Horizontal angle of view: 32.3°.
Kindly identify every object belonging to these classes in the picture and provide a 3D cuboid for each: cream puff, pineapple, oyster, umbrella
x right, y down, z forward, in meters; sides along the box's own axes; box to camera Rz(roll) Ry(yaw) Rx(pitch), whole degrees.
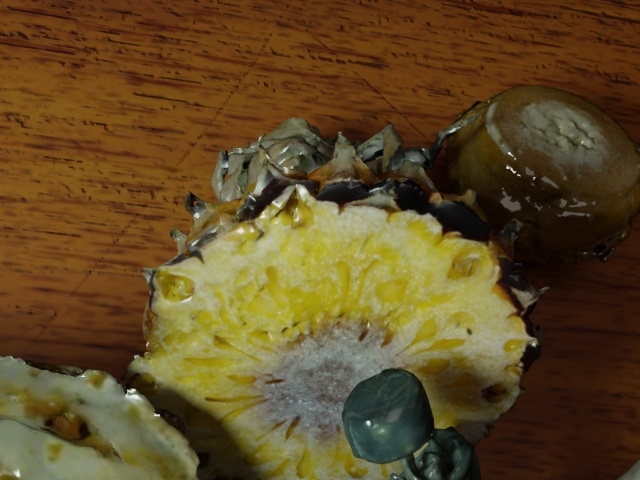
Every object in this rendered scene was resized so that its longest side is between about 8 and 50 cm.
[{"bbox_3d":[0.176,-0.047,0.885,0.150,0.115,0.165,-33,70,-33],"label":"cream puff"},{"bbox_3d":[0.000,0.000,0.755,0.263,0.262,0.271,12,30,-11],"label":"pineapple"},{"bbox_3d":[-0.161,0.170,0.643,0.204,0.111,0.396,-38,99,-11],"label":"oyster"},{"bbox_3d":[0.077,0.228,0.652,0.094,0.348,0.143,-14,25,18],"label":"umbrella"}]

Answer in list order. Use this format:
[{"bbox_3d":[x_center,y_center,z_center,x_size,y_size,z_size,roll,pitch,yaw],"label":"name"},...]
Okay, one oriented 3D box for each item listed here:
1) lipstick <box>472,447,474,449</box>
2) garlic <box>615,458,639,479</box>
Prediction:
[{"bbox_3d":[0.043,0.224,0.747,0.080,0.080,0.241,23,63,-5],"label":"lipstick"},{"bbox_3d":[0.288,0.246,0.756,0.245,0.245,0.253,61,23,14],"label":"garlic"}]
